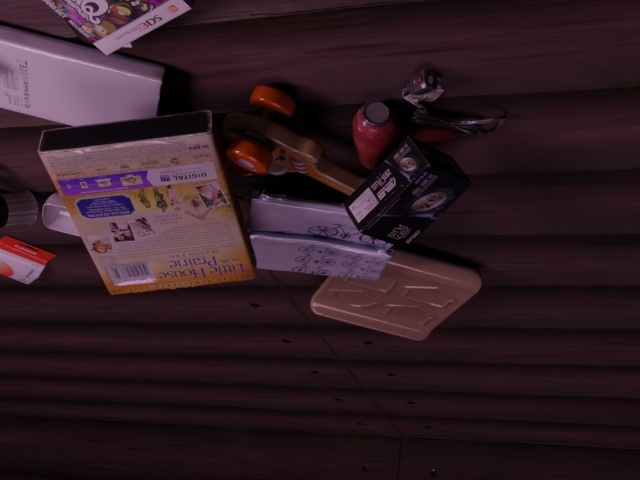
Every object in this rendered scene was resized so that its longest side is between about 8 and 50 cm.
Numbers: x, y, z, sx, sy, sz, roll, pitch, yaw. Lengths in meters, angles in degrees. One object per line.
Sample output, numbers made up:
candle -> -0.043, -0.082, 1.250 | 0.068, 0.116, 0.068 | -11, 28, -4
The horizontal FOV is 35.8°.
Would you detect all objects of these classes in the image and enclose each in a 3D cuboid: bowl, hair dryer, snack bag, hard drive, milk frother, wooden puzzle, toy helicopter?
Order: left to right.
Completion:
milk frother -> -0.716, -0.104, 2.232 | 0.135, 0.129, 0.143 | -11, 145, -52
hard drive -> -0.470, -0.288, 1.831 | 0.353, 0.047, 0.233 | 14, 153, -7
bowl -> -0.567, -0.062, 2.298 | 0.142, 0.053, 0.142 | 14, 152, -8
toy helicopter -> -0.028, -0.140, 1.864 | 0.355, 0.140, 0.235 | 26, 166, -15
snack bag -> 0.000, 0.000, 2.061 | 0.323, 0.037, 0.342 | 8, 156, -7
wooden puzzle -> 0.174, 0.108, 2.365 | 0.322, 0.080, 0.348 | 15, 148, -11
hair dryer -> 0.163, -0.186, 1.780 | 0.224, 0.080, 0.294 | 27, 149, -32

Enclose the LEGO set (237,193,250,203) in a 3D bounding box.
LEGO set -> -0.324, -0.069, 1.985 | 0.255, 0.192, 0.331 | 6, 159, -40

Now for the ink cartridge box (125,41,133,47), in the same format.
ink cartridge box -> -0.347, -0.361, 1.664 | 0.048, 0.028, 0.083 | 4, 152, 10

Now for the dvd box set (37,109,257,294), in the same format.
dvd box set -> -0.304, -0.057, 1.849 | 0.308, 0.062, 0.420 | -7, 141, 6

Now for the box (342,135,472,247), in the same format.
box -> 0.155, -0.083, 1.785 | 0.180, 0.077, 0.147 | -45, 145, 21

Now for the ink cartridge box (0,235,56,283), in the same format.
ink cartridge box -> -0.799, 0.054, 2.618 | 0.145, 0.045, 0.179 | 25, 152, -29

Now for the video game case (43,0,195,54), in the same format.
video game case -> -0.344, -0.405, 1.530 | 0.210, 0.041, 0.232 | -17, 136, 36
